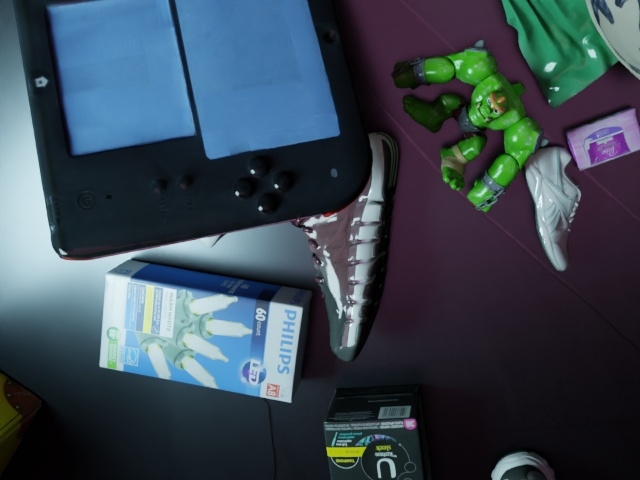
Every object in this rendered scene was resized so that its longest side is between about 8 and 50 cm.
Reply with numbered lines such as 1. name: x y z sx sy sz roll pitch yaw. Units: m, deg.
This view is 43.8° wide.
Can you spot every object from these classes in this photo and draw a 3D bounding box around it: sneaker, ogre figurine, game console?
1. sneaker: 0.000 0.000 0.988 0.162 0.106 0.282 9 95 14
2. ogre figurine: 0.176 -0.143 0.918 0.118 0.096 0.197 -33 72 31
3. sneaker: 0.293 0.412 1.025 0.100 0.108 0.272 -23 100 13
4. game console: -0.140 -0.189 0.857 0.341 0.060 0.387 -10 77 -13
5. sneaker: 0.282 -0.038 0.943 0.061 0.054 0.152 -13 101 10

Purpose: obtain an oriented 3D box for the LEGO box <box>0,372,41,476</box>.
1. LEGO box: -0.614 0.386 0.978 0.193 0.500 0.373 34 106 0

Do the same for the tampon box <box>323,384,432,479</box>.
1. tampon box: 0.078 0.284 1.033 0.120 0.101 0.161 -6 103 12

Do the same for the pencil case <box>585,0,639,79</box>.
1. pencil case: 0.459 -0.301 0.759 0.410 0.160 0.184 -28 105 6

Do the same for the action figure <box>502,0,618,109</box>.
1. action figure: 0.245 -0.279 0.884 0.137 0.063 0.232 -38 98 18

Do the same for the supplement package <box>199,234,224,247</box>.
1. supplement package: -0.179 -0.125 0.960 0.244 0.139 0.134 34 107 -1

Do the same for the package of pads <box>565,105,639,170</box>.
1. package of pads: 0.332 -0.118 0.925 0.083 0.032 0.050 -20 98 14

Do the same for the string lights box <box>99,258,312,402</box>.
1. string lights box: -0.149 0.116 1.046 0.259 0.077 0.134 9 104 8
